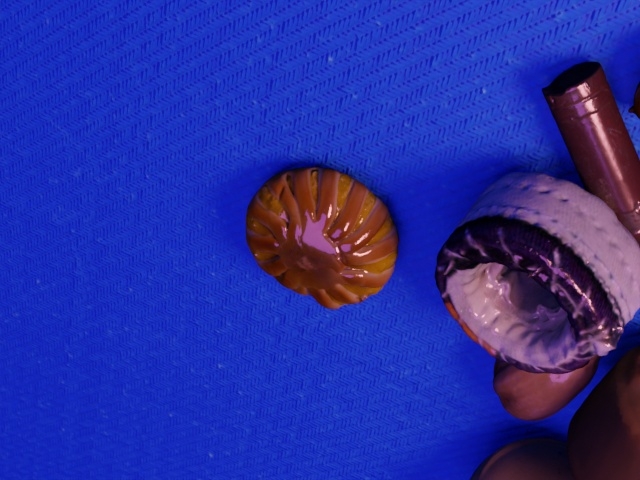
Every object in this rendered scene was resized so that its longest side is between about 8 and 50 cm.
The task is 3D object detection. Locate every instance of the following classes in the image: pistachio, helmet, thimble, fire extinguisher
[{"bbox_3d":[0.295,0.174,1.307,0.126,0.108,0.185,-3,159,-21],"label":"pistachio"},{"bbox_3d":[0.318,0.350,1.412,0.258,0.137,0.204,5,162,-1],"label":"helmet"},{"bbox_3d":[0.262,0.042,1.179,0.237,0.150,0.237,30,148,21],"label":"thimble"},{"bbox_3d":[0.331,-0.072,1.164,0.089,0.072,0.267,-21,113,21],"label":"fire extinguisher"}]

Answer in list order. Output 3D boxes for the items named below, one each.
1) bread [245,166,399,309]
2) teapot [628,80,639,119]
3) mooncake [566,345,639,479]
[{"bbox_3d":[0.000,0.000,1.325,0.213,0.104,0.213,9,121,15],"label":"bread"},{"bbox_3d":[0.385,-0.174,1.082,0.098,0.078,0.129,-3,148,-23],"label":"teapot"},{"bbox_3d":[0.453,0.249,1.195,0.285,0.284,0.155,24,127,5],"label":"mooncake"}]
